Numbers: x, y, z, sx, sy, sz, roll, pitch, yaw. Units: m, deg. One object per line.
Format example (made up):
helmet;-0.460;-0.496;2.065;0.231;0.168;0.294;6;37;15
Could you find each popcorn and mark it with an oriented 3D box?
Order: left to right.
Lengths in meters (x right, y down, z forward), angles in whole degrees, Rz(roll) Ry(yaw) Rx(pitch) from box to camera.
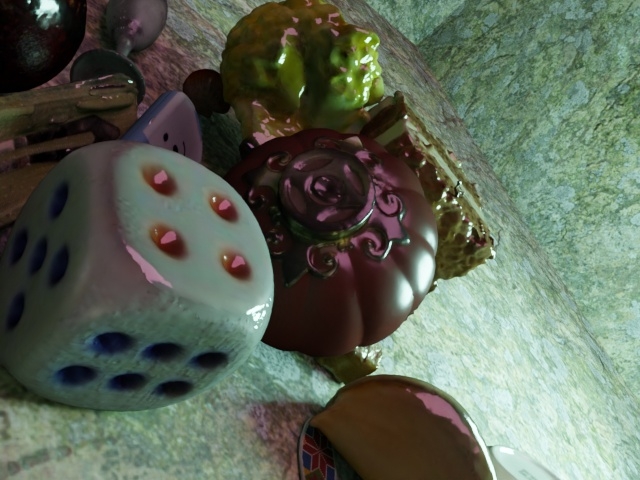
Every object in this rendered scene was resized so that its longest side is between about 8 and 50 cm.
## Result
popcorn;-0.028;-0.257;0.986;0.293;0.293;0.237;49;-3;-5

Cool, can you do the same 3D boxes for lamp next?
lamp;0.000;0.000;0.786;0.257;0.303;0.303;94;-28;-63

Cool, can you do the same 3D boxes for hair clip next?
hair clip;-0.308;-0.099;0.638;0.091;0.138;0.321;10;22;15

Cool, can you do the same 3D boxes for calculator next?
calculator;-0.205;-0.102;0.766;0.210;0.039;0.121;-69;159;-48

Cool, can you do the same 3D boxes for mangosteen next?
mangosteen;-0.381;-0.255;0.609;0.261;0.235;0.235;-36;87;-30

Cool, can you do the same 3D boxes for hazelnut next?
hazelnut;-0.192;-0.246;1.024;0.086;0.086;0.086;37;30;-26

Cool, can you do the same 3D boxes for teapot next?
teapot;0.287;0.399;0.893;0.298;0.139;0.204;18;9;-43

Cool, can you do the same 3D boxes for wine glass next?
wine glass;-0.238;-0.263;0.963;0.264;0.096;0.309;39;28;-32

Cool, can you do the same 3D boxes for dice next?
dice;-0.171;0.036;0.566;0.193;0.194;0.191;24;36;-45

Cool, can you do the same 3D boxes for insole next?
insole;-0.005;0.291;0.710;0.065;0.006;0.193;39;28;-22

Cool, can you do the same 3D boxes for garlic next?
garlic;0.127;0.328;0.765;0.196;0.151;0.338;-20;75;-27

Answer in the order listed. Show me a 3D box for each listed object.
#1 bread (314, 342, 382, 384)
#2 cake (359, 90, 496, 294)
bread;0.041;0.156;0.883;0.083;0.070;0.076;46;28;-16
cake;0.116;-0.064;1.065;0.255;0.282;0.290;47;22;-24
